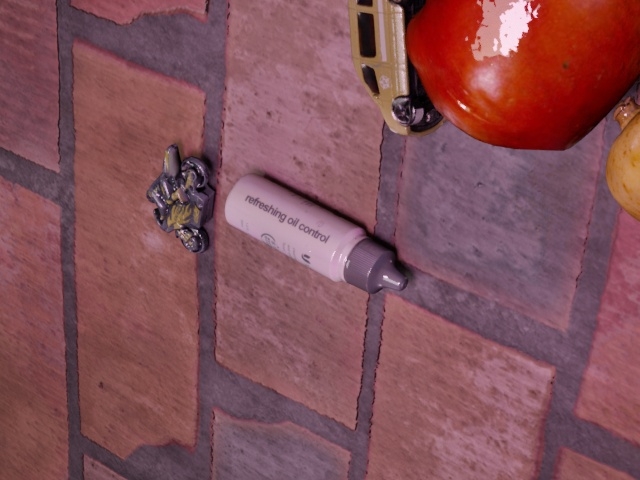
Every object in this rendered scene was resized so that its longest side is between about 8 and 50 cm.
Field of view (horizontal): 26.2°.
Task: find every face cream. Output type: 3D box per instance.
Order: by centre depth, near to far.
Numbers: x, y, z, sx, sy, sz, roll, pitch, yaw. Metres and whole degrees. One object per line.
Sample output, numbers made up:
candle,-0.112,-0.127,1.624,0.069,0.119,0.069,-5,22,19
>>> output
face cream,0.000,0.000,2.027,0.311,0.092,0.092,29,127,28

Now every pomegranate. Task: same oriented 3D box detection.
pomegranate,0.410,-0.094,1.558,0.196,0.196,0.196,19,122,34

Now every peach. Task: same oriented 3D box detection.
peach,0.246,-0.271,1.556,0.281,0.281,0.338,30,130,27

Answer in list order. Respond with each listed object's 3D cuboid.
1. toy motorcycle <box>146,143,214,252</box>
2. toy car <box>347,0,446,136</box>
toy motorcycle,-0.230,-0.070,2.214,0.124,0.061,0.193,25,133,22
toy car,0.102,-0.267,1.800,0.124,0.101,0.256,15,118,41
